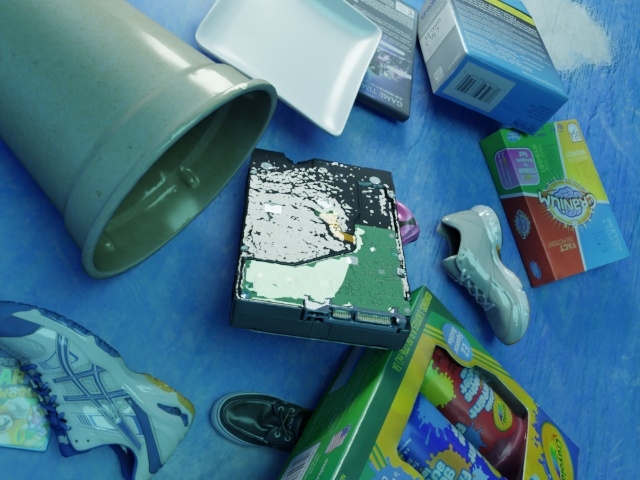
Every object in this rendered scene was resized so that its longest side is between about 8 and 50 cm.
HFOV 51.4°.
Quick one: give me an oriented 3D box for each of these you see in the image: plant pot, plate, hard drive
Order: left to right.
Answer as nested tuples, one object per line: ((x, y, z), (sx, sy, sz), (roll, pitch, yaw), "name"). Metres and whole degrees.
((-0.280, -0.172, 0.861), (0.305, 0.334, 0.334), (42, 58, 3), "plant pot")
((-0.047, -0.337, 1.117), (0.278, 0.045, 0.277), (32, 58, -18), "plate")
((0.000, 0.000, 0.965), (0.237, 0.064, 0.339), (8, 40, -9), "hard drive")

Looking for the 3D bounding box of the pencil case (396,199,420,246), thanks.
((0.076, 0.011, 1.096), (0.209, 0.098, 0.095), (-35, 121, -31), "pencil case")

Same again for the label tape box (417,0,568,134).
((0.329, -0.400, 1.348), (0.249, 0.115, 0.348), (16, 45, -23), "label tape box")

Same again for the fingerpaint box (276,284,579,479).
((0.162, 0.329, 0.893), (0.371, 0.163, 0.445), (47, 34, -4), "fingerpaint box")

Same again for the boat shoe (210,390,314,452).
((-0.042, 0.271, 0.956), (0.228, 0.076, 0.080), (25, 63, -19), "boat shoe")

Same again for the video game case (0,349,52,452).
((-0.387, 0.174, 0.839), (0.119, 0.015, 0.166), (16, 66, -23), "video game case")

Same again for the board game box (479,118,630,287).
((0.483, -0.084, 1.367), (0.242, 0.064, 0.317), (-13, 80, -31), "board game box")

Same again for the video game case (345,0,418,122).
((0.096, -0.377, 1.265), (0.196, 0.026, 0.274), (21, 62, -24), "video game case")

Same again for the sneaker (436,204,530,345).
((0.280, 0.067, 1.199), (0.121, 0.099, 0.262), (-8, 70, -23), "sneaker")

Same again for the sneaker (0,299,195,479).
((-0.295, 0.191, 0.813), (0.296, 0.112, 0.131), (39, 61, -19), "sneaker")
